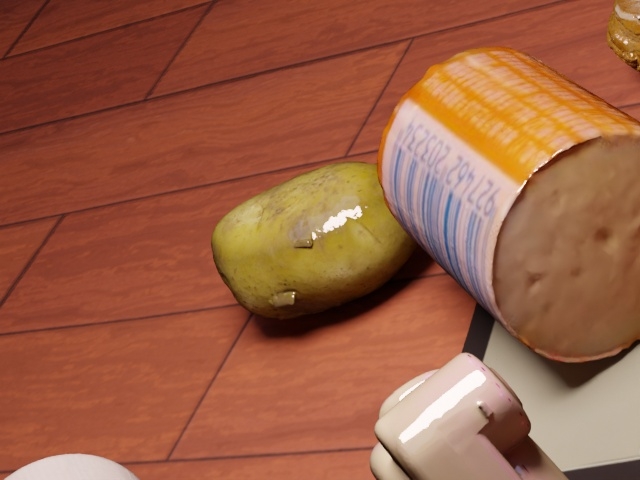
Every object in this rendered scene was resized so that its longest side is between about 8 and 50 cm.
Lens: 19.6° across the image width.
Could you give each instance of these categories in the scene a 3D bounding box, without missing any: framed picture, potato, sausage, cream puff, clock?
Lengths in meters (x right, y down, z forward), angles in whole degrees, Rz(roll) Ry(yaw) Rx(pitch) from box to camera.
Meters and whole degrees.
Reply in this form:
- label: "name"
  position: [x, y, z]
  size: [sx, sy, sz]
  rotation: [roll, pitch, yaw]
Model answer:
- label: "framed picture"
  position: [0.234, 0.122, 1.739]
  size: [0.265, 0.016, 0.347]
  rotation: [-16, 34, 31]
- label: "potato"
  position: [-0.001, 0.001, 2.024]
  size: [0.228, 0.148, 0.197]
  rotation: [-28, 7, 0]
- label: "sausage"
  position: [0.205, -0.040, 1.760]
  size: [0.233, 0.233, 0.287]
  rotation: [-37, 28, -5]
- label: "cream puff"
  position: [0.384, -0.235, 2.023]
  size: [0.144, 0.103, 0.126]
  rotation: [-18, 36, -1]
- label: "clock"
  position: [0.146, 0.219, 1.353]
  size: [0.114, 0.284, 0.309]
  rotation: [-41, -3, -5]

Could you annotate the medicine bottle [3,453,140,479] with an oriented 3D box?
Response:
- label: "medicine bottle"
  position: [-0.189, 0.354, 1.628]
  size: [0.211, 0.211, 0.371]
  rotation: [-37, 28, -3]
